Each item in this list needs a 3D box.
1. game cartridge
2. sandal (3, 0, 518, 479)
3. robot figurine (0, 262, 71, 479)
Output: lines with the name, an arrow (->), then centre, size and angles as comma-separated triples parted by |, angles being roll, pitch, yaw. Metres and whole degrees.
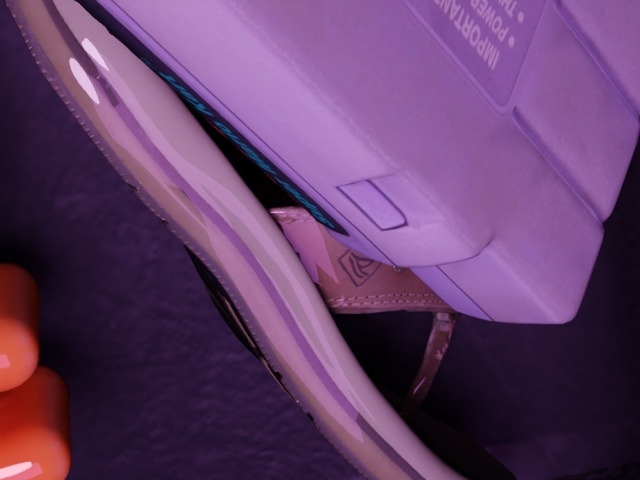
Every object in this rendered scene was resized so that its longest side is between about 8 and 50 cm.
game cartridge -> 0.002, -0.148, 0.451 | 0.355, 0.068, 0.230 | 42, 67, -46
sandal -> 0.000, 0.000, 0.630 | 0.086, 0.120, 0.302 | -38, 120, -5
robot figurine -> -0.198, 0.073, 0.618 | 0.219, 0.128, 0.158 | -13, 151, -4
